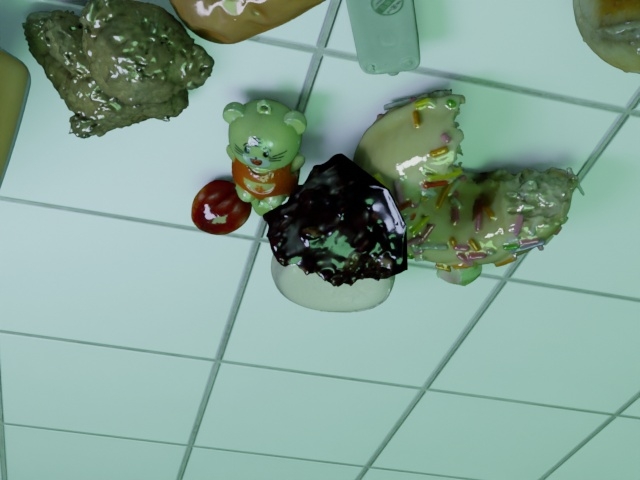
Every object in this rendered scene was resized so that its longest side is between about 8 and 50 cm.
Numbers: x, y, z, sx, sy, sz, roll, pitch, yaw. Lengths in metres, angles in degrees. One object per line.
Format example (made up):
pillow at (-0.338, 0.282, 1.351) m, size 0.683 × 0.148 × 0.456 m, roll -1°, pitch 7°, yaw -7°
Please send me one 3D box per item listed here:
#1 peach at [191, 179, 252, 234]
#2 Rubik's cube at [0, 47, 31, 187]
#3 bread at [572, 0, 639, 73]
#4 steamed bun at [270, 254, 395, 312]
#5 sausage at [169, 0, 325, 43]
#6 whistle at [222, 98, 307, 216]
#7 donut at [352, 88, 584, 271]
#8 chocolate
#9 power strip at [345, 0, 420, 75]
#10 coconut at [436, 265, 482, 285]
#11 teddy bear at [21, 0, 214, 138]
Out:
peach at (-0.173, -0.054, 1.673) m, size 0.100 × 0.101 × 0.101 m, roll 1°, pitch 145°, yaw 1°
Rubik's cube at (-0.639, -0.128, 1.319) m, size 0.352 × 0.348 × 0.351 m, roll 27°, pitch 155°, yaw -33°
bread at (0.478, -0.307, 1.212) m, size 0.171 × 0.192 × 0.314 m, roll 29°, pitch 136°, yaw -31°
steamed bun at (0.024, 0.041, 1.771) m, size 0.228 × 0.131 × 0.177 m, roll 0°, pitch 134°, yaw 5°
sausage at (-0.088, -0.339, 1.251) m, size 0.241 × 0.120 × 0.136 m, roll -13°, pitch 142°, yaw 27°
whistle at (-0.090, -0.127, 1.562) m, size 0.131 × 0.106 × 0.288 m, roll 9°, pitch 144°, yaw 3°
donut at (0.215, -0.077, 1.580) m, size 0.371 × 0.150 × 0.307 m, roll 28°, pitch 141°, yaw -31°
chocolate at (0.000, 0.000, 1.521) m, size 0.177 × 0.224 × 0.206 m, roll -26°, pitch 134°, yaw -22°
power strip at (0.072, -0.361, 1.266) m, size 0.091 × 0.062 × 0.385 m, roll -5°, pitch 143°, yaw 9°
coconut at (0.265, 0.047, 1.819) m, size 0.082 × 0.081 × 0.083 m, roll 23°, pitch 173°, yaw 32°
teddy bear at (-0.273, -0.247, 1.343) m, size 0.267 × 0.156 × 0.256 m, roll 25°, pitch 146°, yaw -27°
